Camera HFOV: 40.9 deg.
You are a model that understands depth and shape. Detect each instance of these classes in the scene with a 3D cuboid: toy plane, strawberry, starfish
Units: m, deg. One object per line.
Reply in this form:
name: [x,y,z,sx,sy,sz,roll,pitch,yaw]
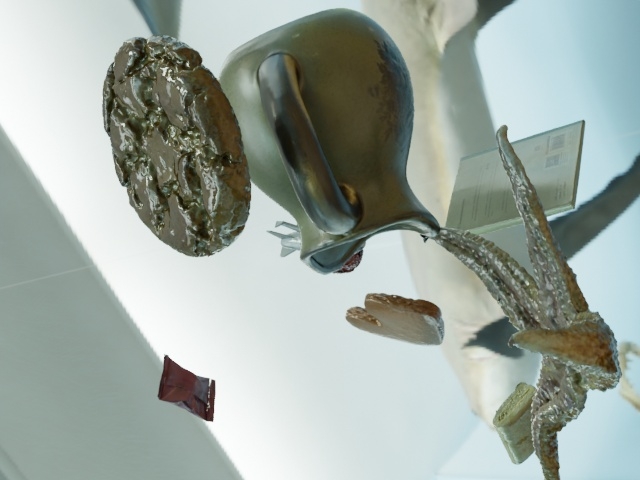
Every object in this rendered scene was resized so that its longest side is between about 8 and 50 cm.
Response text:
toy plane: [0.000,0.000,1.413,0.162,0.171,0.066,41,-130,-50]
strawberry: [0.046,0.025,1.676,0.096,0.083,0.083,-10,-91,-54]
starfish: [0.237,0.104,0.984,0.384,0.132,0.398,62,176,17]

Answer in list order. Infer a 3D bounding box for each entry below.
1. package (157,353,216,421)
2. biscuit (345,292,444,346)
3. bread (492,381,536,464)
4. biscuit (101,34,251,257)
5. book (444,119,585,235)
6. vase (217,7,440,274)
package: [-0.153,0.171,0.988,0.083,0.029,0.059,34,-141,-33]
biscuit: [0.123,0.137,1.488,0.192,0.186,0.036,67,-141,-63]
bread: [0.469,0.426,1.998,0.139,0.060,0.178,-42,-48,-15]
biscuit: [-0.143,-0.086,0.807,0.042,0.226,0.226,-22,-82,-36]
book: [0.370,-0.113,1.648,0.025,0.282,0.215,39,-126,-32]
vase: [0.005,-0.105,1.006,0.329,0.240,0.302,-36,-74,-76]
